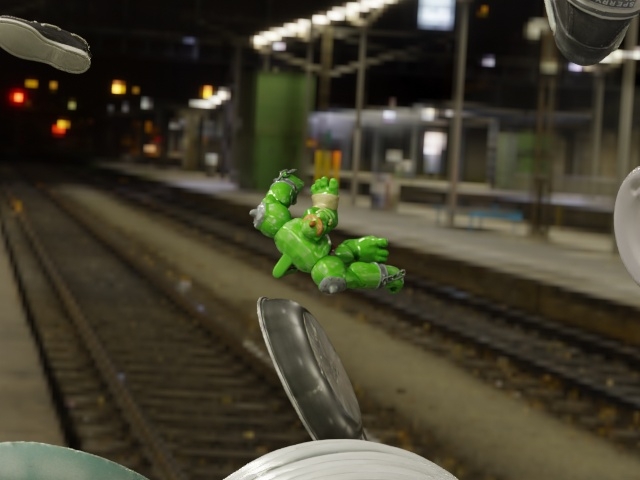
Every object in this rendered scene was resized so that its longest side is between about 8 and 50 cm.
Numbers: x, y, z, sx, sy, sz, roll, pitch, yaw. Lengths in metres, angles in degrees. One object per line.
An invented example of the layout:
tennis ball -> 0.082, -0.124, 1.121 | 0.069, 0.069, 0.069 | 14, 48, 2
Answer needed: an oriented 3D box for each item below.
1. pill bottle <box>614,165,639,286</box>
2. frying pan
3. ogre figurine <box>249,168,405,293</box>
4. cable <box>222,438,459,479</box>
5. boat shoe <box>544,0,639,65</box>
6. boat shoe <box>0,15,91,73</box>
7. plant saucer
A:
pill bottle -> 0.347, -0.020, 1.262 | 0.187, 0.112, 0.112 | -10, 8, -23
frying pan -> 0.020, 0.200, 1.589 | 0.053, 0.326, 0.197 | -27, -7, 8
ogre figurine -> 0.000, 0.000, 1.789 | 0.097, 0.197, 0.118 | -34, -4, 37
cable -> 0.012, 0.260, 1.012 | 0.257, 0.257, 0.089 | -25, 19, 0
boat shoe -> 0.250, -0.264, 1.402 | 0.108, 0.102, 0.301 | 14, 40, -4
boat shoe -> -0.327, -0.236, 1.804 | 0.125, 0.046, 0.038 | 18, 42, -23
plant saucer -> -0.225, 0.243, 1.410 | 0.195, 0.037, 0.195 | 11, -31, 7
